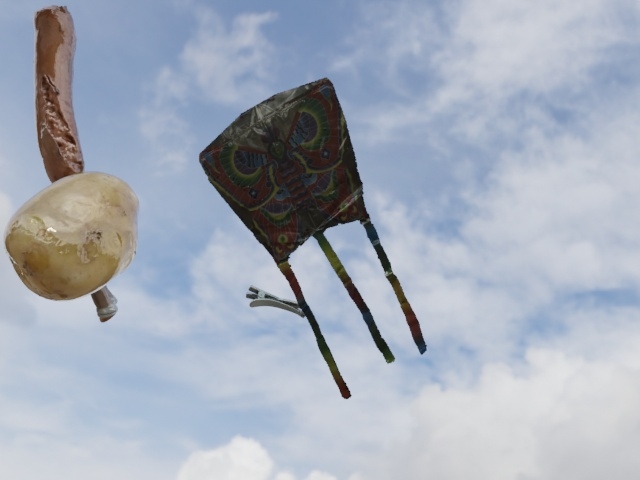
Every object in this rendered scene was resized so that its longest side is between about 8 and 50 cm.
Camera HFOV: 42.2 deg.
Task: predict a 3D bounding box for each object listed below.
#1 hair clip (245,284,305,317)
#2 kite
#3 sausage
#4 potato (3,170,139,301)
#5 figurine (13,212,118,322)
[{"bbox_3d":[-0.078,0.117,1.484,0.115,0.039,0.030,16,-48,-12],"label":"hair clip"},{"bbox_3d":[0.000,0.000,0.771,0.152,0.285,0.015,-27,-8,17],"label":"kite"},{"bbox_3d":[-0.409,-0.221,1.288,0.078,0.304,0.078,-5,-8,-1],"label":"sausage"},{"bbox_3d":[-0.253,-0.005,0.870,0.109,0.178,0.118,0,-64,23],"label":"potato"},{"bbox_3d":[-0.359,0.033,1.159,0.093,0.147,0.197,-24,-65,-9],"label":"figurine"}]
